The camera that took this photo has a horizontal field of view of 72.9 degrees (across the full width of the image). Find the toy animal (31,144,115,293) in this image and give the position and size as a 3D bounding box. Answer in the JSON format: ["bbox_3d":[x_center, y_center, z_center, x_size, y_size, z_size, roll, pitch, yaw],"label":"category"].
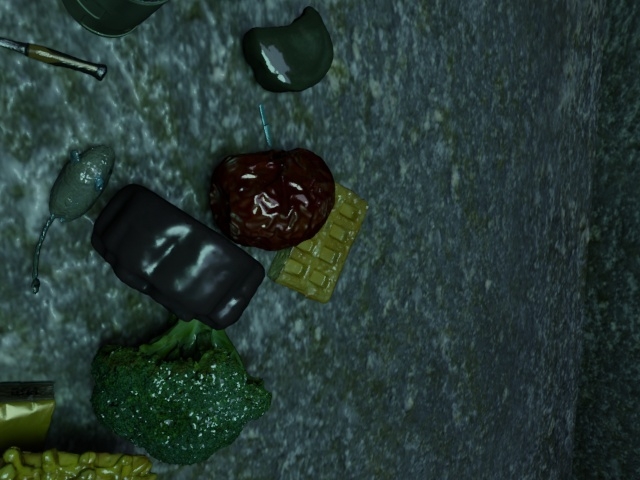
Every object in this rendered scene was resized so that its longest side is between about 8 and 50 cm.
[{"bbox_3d":[-0.408,-0.045,0.689,0.070,0.079,0.252,29,81,-15],"label":"toy animal"}]

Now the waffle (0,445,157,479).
[{"bbox_3d":[-0.409,0.383,0.672,0.260,0.068,0.293,-25,143,18],"label":"waffle"}]

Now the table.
[{"bbox_3d":[-0.287,-0.377,0.614,0.127,0.220,0.126,-9,105,-35],"label":"table"}]

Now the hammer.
[{"bbox_3d":[-0.432,-0.289,0.653,0.201,0.021,0.078,5,97,-37],"label":"hammer"}]

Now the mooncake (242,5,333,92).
[{"bbox_3d":[-0.066,-0.376,0.852,0.175,0.104,0.168,2,102,-34],"label":"mooncake"}]

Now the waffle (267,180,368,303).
[{"bbox_3d":[0.000,0.000,1.012,0.168,0.057,0.273,27,84,-38],"label":"waffle"}]

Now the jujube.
[{"bbox_3d":[-0.086,-0.079,0.835,0.233,0.213,0.212,-18,110,-33],"label":"jujube"}]

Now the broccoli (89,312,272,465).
[{"bbox_3d":[-0.247,0.244,0.765,0.308,0.308,0.274,24,57,-37],"label":"broccoli"}]

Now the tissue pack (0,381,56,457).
[{"bbox_3d":[-0.521,0.293,0.680,0.169,0.082,0.119,13,95,-37],"label":"tissue pack"}]

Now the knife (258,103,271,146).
[{"bbox_3d":[-0.114,-0.240,0.907,0.014,0.005,0.090,-21,113,-29],"label":"knife"}]

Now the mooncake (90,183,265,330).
[{"bbox_3d":[-0.232,0.030,0.713,0.283,0.283,0.141,41,80,-35],"label":"mooncake"}]
